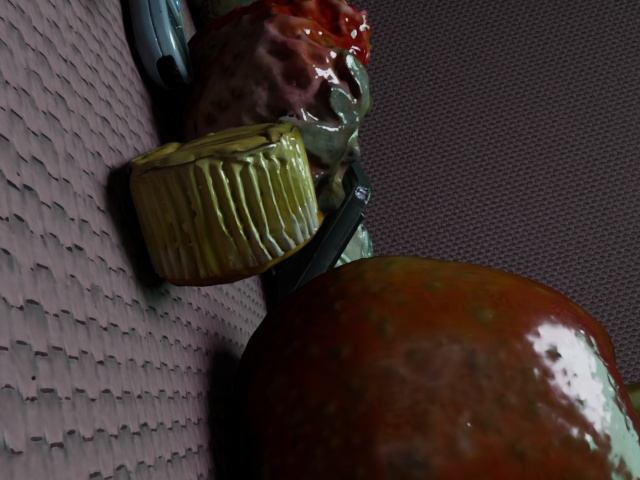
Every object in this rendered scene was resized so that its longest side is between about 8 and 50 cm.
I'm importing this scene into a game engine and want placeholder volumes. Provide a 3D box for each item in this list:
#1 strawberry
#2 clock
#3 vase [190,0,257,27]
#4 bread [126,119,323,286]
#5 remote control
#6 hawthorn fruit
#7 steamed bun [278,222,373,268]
[{"bbox_3d":[-0.085,-0.158,0.753,0.336,0.149,0.265,45,-59,49],"label":"strawberry"},{"bbox_3d":[0.001,0.000,1.172,0.049,0.278,0.273,28,14,-11],"label":"clock"},{"bbox_3d":[-0.132,-0.412,1.260,0.329,0.241,0.302,27,-54,56],"label":"vase"},{"bbox_3d":[-0.069,-0.031,0.537,0.190,0.132,0.114,-94,169,-71],"label":"bread"},{"bbox_3d":[-0.171,-0.256,0.705,0.087,0.047,0.244,79,-4,-63],"label":"remote control"},{"bbox_3d":[0.125,0.189,0.629,0.403,0.403,0.402,-16,90,-89],"label":"hawthorn fruit"},{"bbox_3d":[0.009,0.031,1.464,0.280,0.207,0.267,-96,171,-71],"label":"steamed bun"}]
